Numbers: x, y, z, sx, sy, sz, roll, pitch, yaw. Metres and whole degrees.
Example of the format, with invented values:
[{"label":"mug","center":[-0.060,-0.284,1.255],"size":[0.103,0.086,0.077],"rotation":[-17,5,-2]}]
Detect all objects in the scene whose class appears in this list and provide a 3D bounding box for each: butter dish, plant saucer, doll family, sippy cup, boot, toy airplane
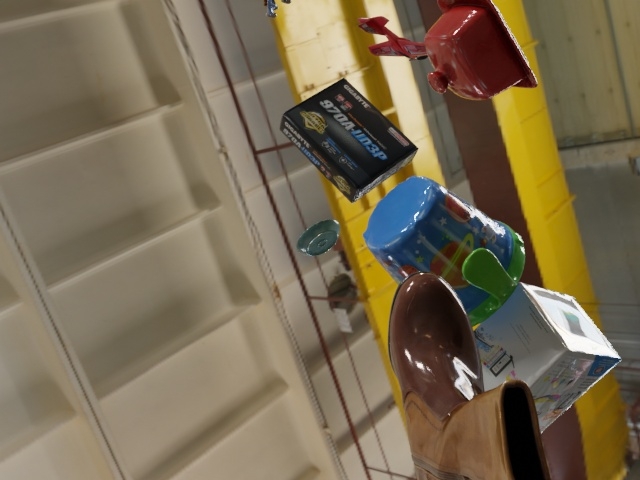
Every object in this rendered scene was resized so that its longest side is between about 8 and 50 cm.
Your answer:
[{"label":"butter dish","center":[0.205,-0.258,1.004],"size":[0.118,0.160,0.160],"rotation":[-41,-67,-2]},{"label":"plant saucer","center":[0.000,0.000,1.663],"size":[0.119,0.119,0.021],"rotation":[-2,-133,-42]},{"label":"doll family","center":[-0.092,-0.552,1.436],"size":[0.075,0.111,0.193],"rotation":[-5,-116,-3]},{"label":"sippy cup","center":[0.207,0.010,1.265],"size":[0.224,0.305,0.240],"rotation":[39,-127,-24]},{"label":"boot","center":[0.112,0.134,0.582],"size":[0.096,0.280,0.264],"rotation":[2,-104,2]},{"label":"toy airplane","center":[0.116,-0.331,1.153],"size":[0.151,0.151,0.028],"rotation":[19,-92,-40]}]

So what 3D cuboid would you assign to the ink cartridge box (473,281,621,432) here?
[{"label":"ink cartridge box","center":[0.392,0.228,1.318],"size":[0.171,0.233,0.168],"rotation":[13,-145,-35]}]

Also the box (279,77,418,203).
[{"label":"box","center":[0.055,-0.200,1.377],"size":[0.175,0.051,0.220],"rotation":[-35,-107,-28]}]
